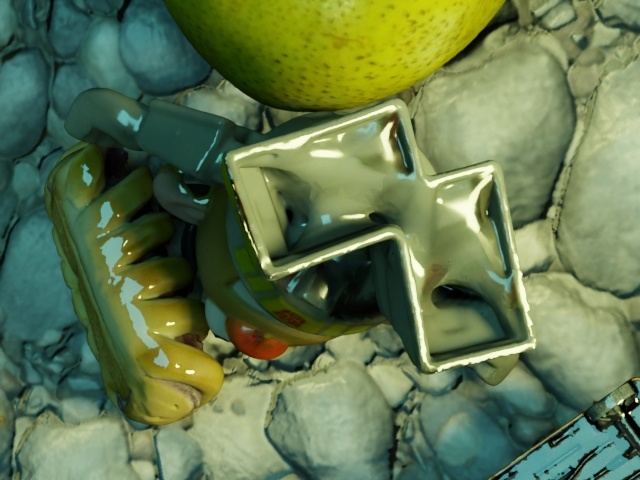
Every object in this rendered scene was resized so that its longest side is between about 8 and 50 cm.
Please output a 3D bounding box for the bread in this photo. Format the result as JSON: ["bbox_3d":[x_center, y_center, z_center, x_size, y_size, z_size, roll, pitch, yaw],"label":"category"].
[{"bbox_3d":[-0.138,0.024,1.151,0.081,0.134,0.225,-17,82,-20],"label":"bread"}]

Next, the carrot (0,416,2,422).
[{"bbox_3d":[-0.378,0.100,1.243,0.271,0.062,0.066,5,55,11],"label":"carrot"}]

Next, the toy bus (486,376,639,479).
[{"bbox_3d":[0.169,0.174,1.079,0.194,0.088,0.083,-37,79,12],"label":"toy bus"}]

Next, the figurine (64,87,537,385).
[{"bbox_3d":[0.002,0.000,1.041,0.167,0.285,0.342,-41,103,-16],"label":"figurine"}]

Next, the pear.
[{"bbox_3d":[0.010,-0.227,1.054,0.294,0.294,0.294,-1,87,15],"label":"pear"}]

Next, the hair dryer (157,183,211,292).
[{"bbox_3d":[-0.084,-0.001,1.191,0.079,0.031,0.083,5,102,6],"label":"hair dryer"}]
